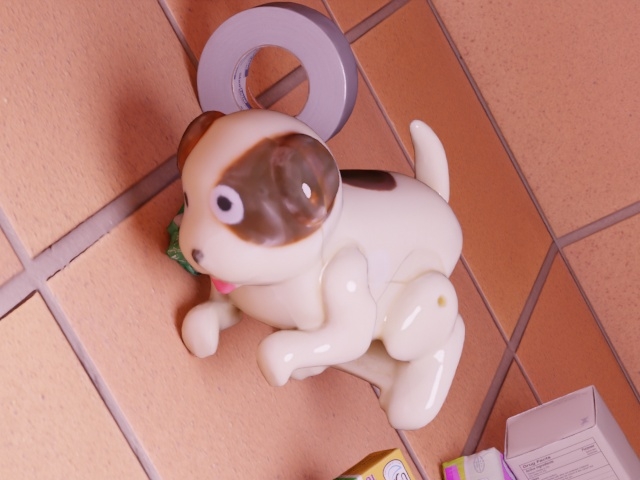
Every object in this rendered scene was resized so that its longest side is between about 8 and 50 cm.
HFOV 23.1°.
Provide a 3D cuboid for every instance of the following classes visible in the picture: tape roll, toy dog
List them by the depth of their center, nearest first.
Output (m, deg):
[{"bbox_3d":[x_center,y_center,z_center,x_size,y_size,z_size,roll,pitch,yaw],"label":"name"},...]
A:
[{"bbox_3d":[0.000,0.000,1.869,0.284,0.395,0.408,33,0,43],"label":"toy dog"},{"bbox_3d":[-0.060,-0.222,2.197,0.219,0.219,0.072,62,22,-6],"label":"tape roll"}]

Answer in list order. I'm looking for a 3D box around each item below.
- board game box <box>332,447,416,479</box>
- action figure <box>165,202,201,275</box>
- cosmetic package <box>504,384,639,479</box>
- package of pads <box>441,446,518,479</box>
[{"bbox_3d":[0.066,0.438,1.824,0.242,0.064,0.317,-31,95,-37],"label":"board game box"},{"bbox_3d":[-0.140,-0.013,2.010,0.137,0.063,0.232,65,25,-7],"label":"action figure"},{"bbox_3d":[0.428,0.394,2.446,0.309,0.160,0.113,58,22,-22],"label":"cosmetic package"},{"bbox_3d":[0.303,0.468,2.436,0.296,0.101,0.229,40,34,-48],"label":"package of pads"}]
